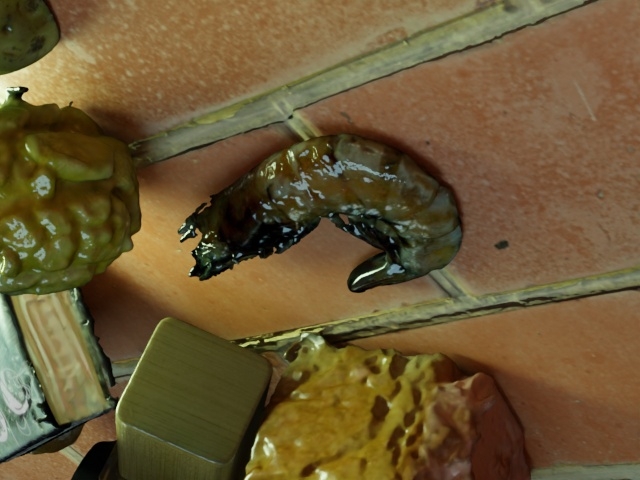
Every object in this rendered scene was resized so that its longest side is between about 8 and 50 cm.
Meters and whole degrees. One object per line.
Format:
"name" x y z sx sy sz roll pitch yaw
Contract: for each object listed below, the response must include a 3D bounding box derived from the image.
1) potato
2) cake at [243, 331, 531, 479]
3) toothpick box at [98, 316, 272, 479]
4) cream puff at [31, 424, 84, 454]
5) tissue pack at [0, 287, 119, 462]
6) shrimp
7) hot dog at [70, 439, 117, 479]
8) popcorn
"potato" -0.411 -0.221 1.419 0.272 0.111 0.160 12 147 22
"cake" 0.083 0.322 1.680 0.293 0.314 0.306 3 140 28
"toothpick box" -0.163 0.232 1.778 0.187 0.190 0.308 25 157 3
"cream puff" -0.413 0.246 2.071 0.103 0.126 0.144 18 141 40
"tissue pack" -0.418 0.154 1.847 0.361 0.122 0.259 -32 78 53
"shrimp" 0.000 0.000 1.503 0.233 0.071 0.365 33 142 -21
"hot dog" -0.199 0.395 2.090 0.326 0.194 0.107 24 169 12
"popcorn" -0.317 -0.053 1.517 0.249 0.249 0.225 -7 106 40
